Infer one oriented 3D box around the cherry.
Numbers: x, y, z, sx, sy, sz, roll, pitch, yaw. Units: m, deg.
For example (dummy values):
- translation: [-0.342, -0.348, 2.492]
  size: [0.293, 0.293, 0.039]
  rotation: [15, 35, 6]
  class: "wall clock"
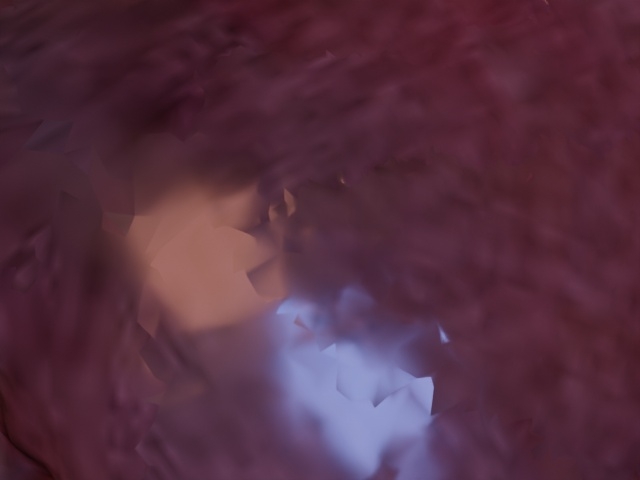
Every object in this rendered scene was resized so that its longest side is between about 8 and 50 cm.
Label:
- translation: [0.000, 0.000, 0.504]
  size: [0.261, 0.221, 0.307]
  rotation: [40, 77, 20]
  class: "cherry"
